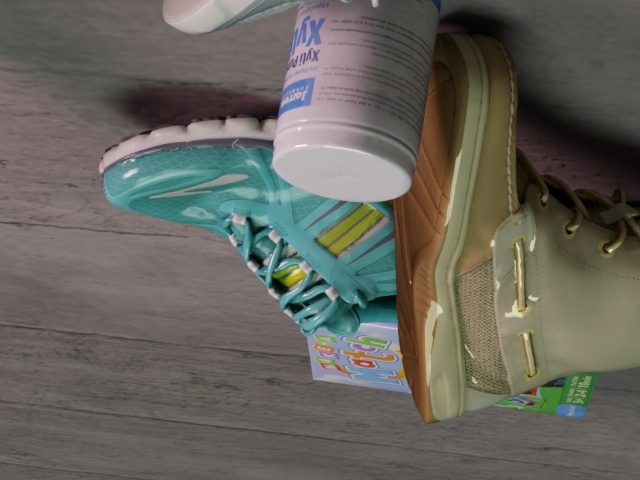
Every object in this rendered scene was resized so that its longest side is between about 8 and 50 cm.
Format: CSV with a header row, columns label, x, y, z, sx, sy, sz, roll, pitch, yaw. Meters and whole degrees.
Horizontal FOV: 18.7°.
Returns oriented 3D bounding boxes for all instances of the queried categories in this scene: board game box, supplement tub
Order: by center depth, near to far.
label,x,y,z,sx,sy,sz,roll,pitch,yaw
supplement tub,0.018,-0.080,0.935,0.071,0.107,0.071,9,159,3
board game box,0.097,0.079,1.421,0.211,0.039,0.160,9,160,6

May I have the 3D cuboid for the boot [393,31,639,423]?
label,x,y,z,sx,sy,sz,roll,pitch,yaw
boot,0.147,-0.014,1.064,0.203,0.095,0.262,-8,131,-8

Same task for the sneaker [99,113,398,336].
label,x,y,z,sx,sy,sz,roll,pitch,yaw
sneaker,0.000,0.000,1.154,0.275,0.110,0.107,17,159,-18

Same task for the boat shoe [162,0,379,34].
label,x,y,z,sx,sy,sz,roll,pitch,yaw
boat shoe,0.012,-0.134,0.835,0.081,0.079,0.227,25,152,-26
